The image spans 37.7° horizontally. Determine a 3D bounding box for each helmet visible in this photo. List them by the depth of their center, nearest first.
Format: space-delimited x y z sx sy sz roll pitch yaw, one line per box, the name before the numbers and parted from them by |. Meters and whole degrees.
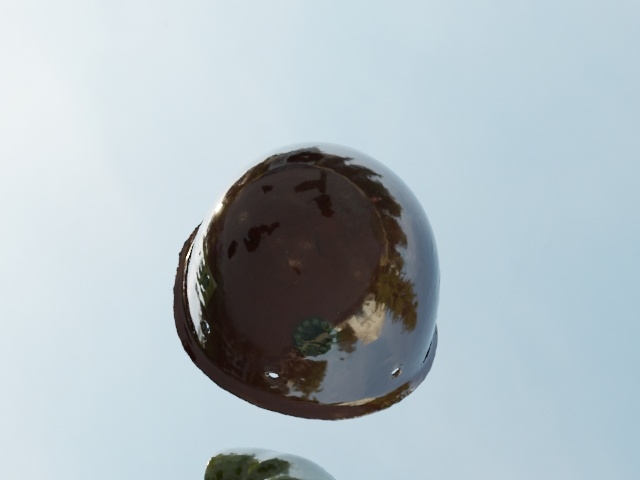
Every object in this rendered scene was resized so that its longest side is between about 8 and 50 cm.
helmet | 0.000 0.000 1.125 0.338 0.230 0.384 3 -135 -12

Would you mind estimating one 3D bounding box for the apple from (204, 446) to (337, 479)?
apple | -0.043 0.455 1.207 0.312 0.360 0.320 -34 -163 -24
